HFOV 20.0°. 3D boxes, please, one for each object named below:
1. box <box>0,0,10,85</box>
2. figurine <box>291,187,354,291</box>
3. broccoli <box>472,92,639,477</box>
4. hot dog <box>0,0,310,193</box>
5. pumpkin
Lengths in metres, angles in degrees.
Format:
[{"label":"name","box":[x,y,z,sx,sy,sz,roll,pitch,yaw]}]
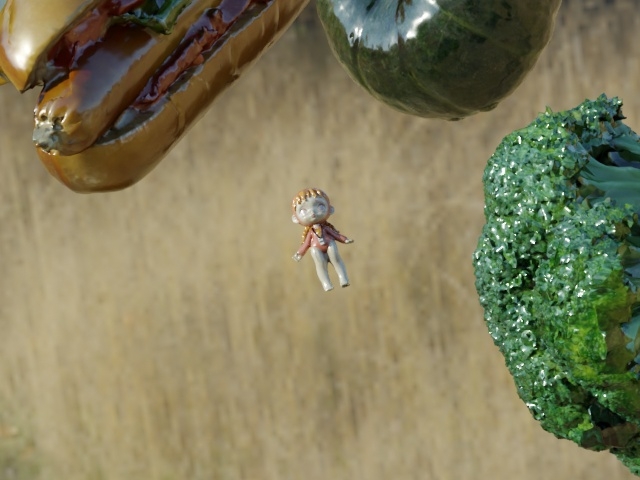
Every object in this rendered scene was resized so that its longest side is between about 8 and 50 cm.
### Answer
[{"label":"box","box":[-0.370,-0.222,1.272,0.283,0.214,0.259,-15,-36,44]},{"label":"figurine","box":[0.000,0.000,1.817,0.064,0.109,0.047,-17,-17,-2]},{"label":"broccoli","box":[0.223,0.003,1.117,0.269,0.269,0.254,0,-28,35]},{"label":"hot dog","box":[-0.052,-0.094,0.702,0.062,0.092,0.235,-4,33,29]},{"label":"pumpkin","box":[0.122,-0.276,1.918,0.300,0.300,0.207,2,-6,42]}]
